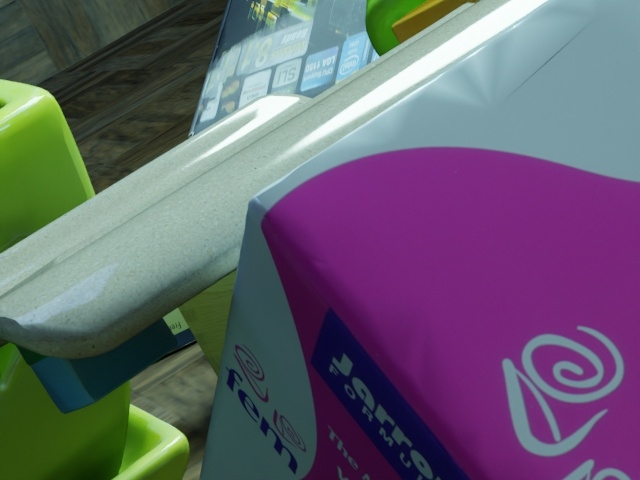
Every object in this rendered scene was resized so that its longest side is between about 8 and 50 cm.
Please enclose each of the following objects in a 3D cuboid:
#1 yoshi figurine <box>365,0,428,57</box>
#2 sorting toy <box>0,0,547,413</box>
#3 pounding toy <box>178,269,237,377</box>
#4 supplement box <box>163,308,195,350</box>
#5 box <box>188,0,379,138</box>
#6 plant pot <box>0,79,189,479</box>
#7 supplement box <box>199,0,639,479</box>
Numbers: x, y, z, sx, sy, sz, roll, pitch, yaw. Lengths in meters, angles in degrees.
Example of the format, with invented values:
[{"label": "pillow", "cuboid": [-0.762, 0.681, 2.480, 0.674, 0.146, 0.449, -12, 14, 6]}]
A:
[{"label": "yoshi figurine", "cuboid": [0.105, -0.050, 0.768, 0.203, 0.203, 0.362, -12, 26, 18]}, {"label": "sorting toy", "cuboid": [-0.026, -0.002, 0.543, 0.347, 0.047, 0.196, -34, 8, -24]}, {"label": "pounding toy", "cuboid": [0.001, -0.003, 1.006, 0.206, 0.094, 0.181, -15, 19, 43]}, {"label": "supplement box", "cuboid": [-0.093, 0.016, 1.143, 0.083, 0.083, 0.056, -26, 14, 10]}, {"label": "box", "cuboid": [0.092, -0.219, 1.292, 0.395, 0.097, 0.318, -10, 61, 52]}, {"label": "plant pot", "cuboid": [-0.206, 0.067, 0.878, 0.227, 0.207, 0.228, -35, 24, -22]}, {"label": "supplement box", "cuboid": [0.048, 0.046, 0.494, 0.114, 0.111, 0.220, -33, -17, -20]}]
